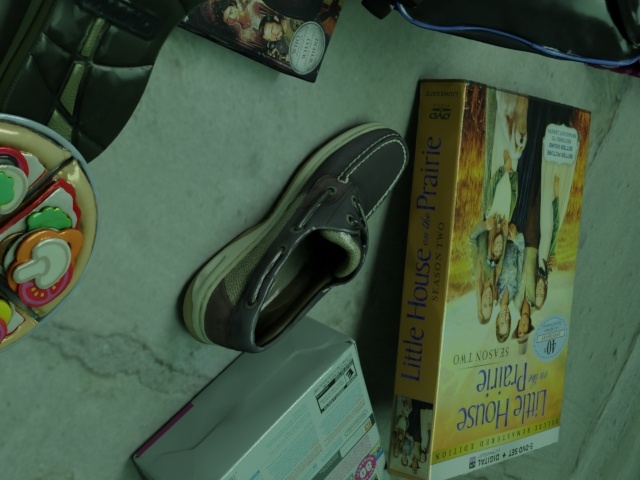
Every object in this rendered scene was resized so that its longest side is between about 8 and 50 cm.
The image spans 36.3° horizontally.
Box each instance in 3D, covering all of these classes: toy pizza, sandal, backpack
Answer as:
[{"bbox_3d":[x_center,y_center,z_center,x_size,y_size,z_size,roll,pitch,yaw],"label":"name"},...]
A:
[{"bbox_3d":[-0.231,0.011,0.636,0.201,0.032,0.201,-26,137,-27],"label":"toy pizza"},{"bbox_3d":[-0.134,-0.183,0.652,0.303,0.086,0.120,-51,137,7],"label":"sandal"},{"bbox_3d":[0.185,-0.299,0.823,0.276,0.213,0.264,9,111,-12],"label":"backpack"}]

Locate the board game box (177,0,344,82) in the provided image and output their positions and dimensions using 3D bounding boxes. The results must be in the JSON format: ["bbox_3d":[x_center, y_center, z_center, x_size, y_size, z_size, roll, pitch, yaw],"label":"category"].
[{"bbox_3d":[-0.025,-0.263,0.766,0.165,0.042,0.243,12,99,-53],"label":"board game box"}]

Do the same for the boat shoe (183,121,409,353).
[{"bbox_3d":[0.000,0.000,0.898,0.285,0.092,0.103,-43,138,-27],"label":"boat shoe"}]

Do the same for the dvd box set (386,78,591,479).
[{"bbox_3d":[0.201,0.043,1.119,0.307,0.062,0.421,2,94,-50],"label":"dvd box set"}]

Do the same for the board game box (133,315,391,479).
[{"bbox_3d":[-0.038,0.256,0.990,0.224,0.097,0.303,-41,135,-29],"label":"board game box"}]

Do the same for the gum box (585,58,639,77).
[{"bbox_3d":[0.436,-0.254,1.215,0.107,0.188,0.062,-51,140,-21],"label":"gum box"}]
